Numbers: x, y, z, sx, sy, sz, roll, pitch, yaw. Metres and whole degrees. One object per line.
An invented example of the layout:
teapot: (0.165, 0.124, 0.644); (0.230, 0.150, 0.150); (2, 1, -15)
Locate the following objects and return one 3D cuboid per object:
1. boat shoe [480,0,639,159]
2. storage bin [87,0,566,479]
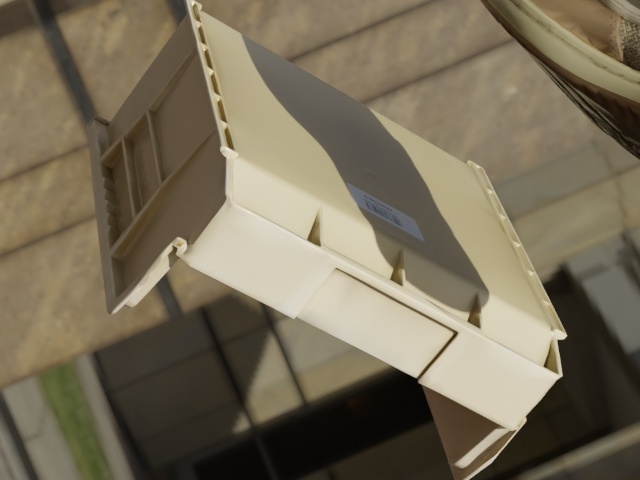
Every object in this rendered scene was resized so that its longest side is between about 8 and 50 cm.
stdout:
boat shoe: (0.206, -0.091, 0.898); (0.122, 0.110, 0.341); (37, 5, -44)
storage bin: (0.000, 0.000, 1.086); (0.262, 0.123, 0.260); (29, 22, -24)
